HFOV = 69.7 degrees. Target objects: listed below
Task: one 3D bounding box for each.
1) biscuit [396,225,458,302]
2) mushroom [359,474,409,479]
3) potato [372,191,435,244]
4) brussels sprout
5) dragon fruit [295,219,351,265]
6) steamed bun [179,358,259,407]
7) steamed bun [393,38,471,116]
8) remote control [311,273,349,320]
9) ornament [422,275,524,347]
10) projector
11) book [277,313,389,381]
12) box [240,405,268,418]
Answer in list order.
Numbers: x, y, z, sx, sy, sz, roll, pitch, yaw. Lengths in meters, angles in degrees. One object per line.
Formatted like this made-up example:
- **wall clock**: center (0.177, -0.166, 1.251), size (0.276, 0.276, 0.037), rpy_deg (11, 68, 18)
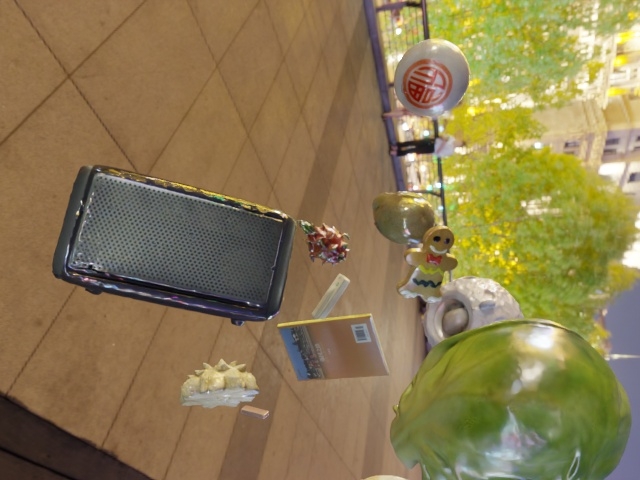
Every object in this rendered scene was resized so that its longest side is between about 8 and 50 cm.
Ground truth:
- **biscuit**: center (0.305, 0.070, 1.279), size (0.035, 0.158, 0.240), rpy_deg (-104, -156, -61)
- **mushroom**: center (0.201, 0.724, 1.073), size (0.315, 0.357, 0.314), rpy_deg (-168, -90, -87)
- **potato**: center (0.255, -0.075, 1.426), size (0.178, 0.235, 0.160), rpy_deg (7, 115, -36)
- **brussels sprout**: center (0.376, 0.317, 0.891), size (0.342, 0.426, 0.360), rpy_deg (56, -37, 44)
- **dragon fruit**: center (-0.001, 0.001, 1.676), size (0.137, 0.236, 0.135), rpy_deg (-52, -164, 43)
- **steamed bun**: center (-0.371, 0.519, 1.667), size (0.295, 0.293, 0.137), rpy_deg (50, 25, -58)
- **steamed bun**: center (0.407, -0.595, 1.711), size (0.177, 0.283, 0.282), rpy_deg (-55, 140, -51)
- **remote control**: center (0.042, 0.253, 2.039), size (0.230, 0.049, 0.090), rpy_deg (-56, -160, 1)
- **ornament**: center (0.548, 0.296, 1.634), size (0.337, 0.338, 0.336), rpy_deg (-2, 90, -72)
- **projector**: center (-0.304, 0.030, 0.985), size (0.395, 0.406, 0.241), rpy_deg (166, -63, -71)
- **book**: center (0.046, 0.406, 1.711), size (0.028, 0.374, 0.262), rpy_deg (-57, 133, -60)
- **box**: center (-0.281, 0.734, 1.959), size (0.048, 0.115, 0.025), rpy_deg (-14, 109, -71)
